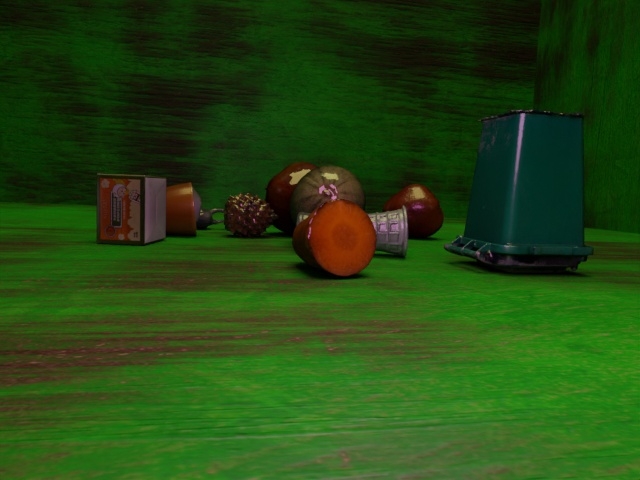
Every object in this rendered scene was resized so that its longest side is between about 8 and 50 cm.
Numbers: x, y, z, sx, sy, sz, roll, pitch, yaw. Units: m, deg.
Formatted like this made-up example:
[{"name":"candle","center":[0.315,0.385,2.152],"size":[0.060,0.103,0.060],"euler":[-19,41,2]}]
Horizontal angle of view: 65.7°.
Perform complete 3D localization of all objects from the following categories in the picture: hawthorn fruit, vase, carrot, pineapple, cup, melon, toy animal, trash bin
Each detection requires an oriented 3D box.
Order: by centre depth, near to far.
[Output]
[{"name":"carrot","center":[0.000,0.000,1.085],"size":[0.159,0.158,0.225],"euler":[0,-4,-27]},{"name":"trash bin","center":[0.489,-0.119,1.235],"size":[0.296,0.380,0.259],"euler":[1,5,-12]},{"name":"vase","center":[0.086,-0.026,1.377],"size":[0.299,0.143,0.143],"euler":[0,6,2]},{"name":"melon","center":[0.023,-0.112,1.572],"size":[0.249,0.248,0.329],"euler":[3,-11,3]},{"name":"cup","center":[-0.537,-0.088,1.686],"size":[0.264,0.182,0.226],"euler":[-6,-25,-15]},{"name":"pineapple","center":[-0.242,-0.089,1.747],"size":[0.193,0.166,0.166],"euler":[2,6,-20]},{"name":"toy animal","center":[-0.455,-0.092,1.999],"size":[0.206,0.081,0.367],"euler":[-8,5,4]},{"name":"hawthorn fruit","center":[0.355,-0.106,2.003],"size":[0.261,0.223,0.224],"euler":[-17,5,3]}]

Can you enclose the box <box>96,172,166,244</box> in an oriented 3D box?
[{"name":"box","center":[-0.545,-0.093,1.435],"size":[0.148,0.194,0.177],"euler":[3,6,3]}]

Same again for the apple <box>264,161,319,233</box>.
[{"name":"apple","center":[-0.055,-0.151,1.889],"size":[0.317,0.287,0.288],"euler":[17,9,12]}]
